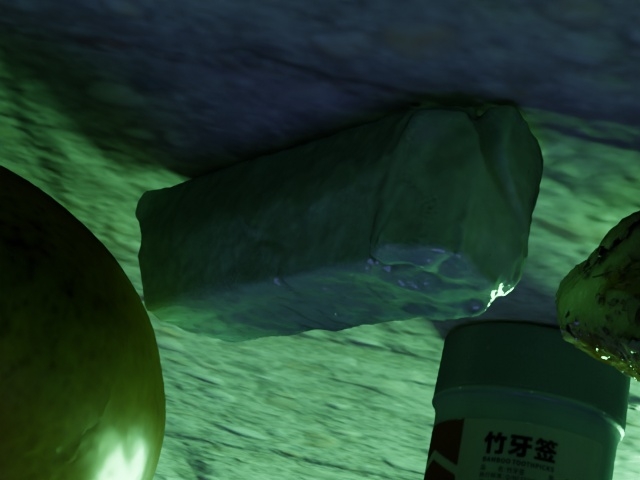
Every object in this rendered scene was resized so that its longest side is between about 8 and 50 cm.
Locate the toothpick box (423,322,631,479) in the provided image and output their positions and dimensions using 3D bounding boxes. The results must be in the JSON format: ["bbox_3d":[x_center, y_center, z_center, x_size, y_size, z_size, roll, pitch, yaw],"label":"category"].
[{"bbox_3d":[0.099,0.129,0.710,0.101,0.153,0.101,11,159,4],"label":"toothpick box"}]

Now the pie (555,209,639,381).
[{"bbox_3d":[0.187,0.036,0.531,0.193,0.079,0.163,10,167,7],"label":"pie"}]

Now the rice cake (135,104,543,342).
[{"bbox_3d":[0.000,0.000,0.555,0.063,0.069,0.206,27,154,-33],"label":"rice cake"}]

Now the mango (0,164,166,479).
[{"bbox_3d":[-0.209,0.066,0.624,0.264,0.221,0.378,42,146,-21],"label":"mango"}]
